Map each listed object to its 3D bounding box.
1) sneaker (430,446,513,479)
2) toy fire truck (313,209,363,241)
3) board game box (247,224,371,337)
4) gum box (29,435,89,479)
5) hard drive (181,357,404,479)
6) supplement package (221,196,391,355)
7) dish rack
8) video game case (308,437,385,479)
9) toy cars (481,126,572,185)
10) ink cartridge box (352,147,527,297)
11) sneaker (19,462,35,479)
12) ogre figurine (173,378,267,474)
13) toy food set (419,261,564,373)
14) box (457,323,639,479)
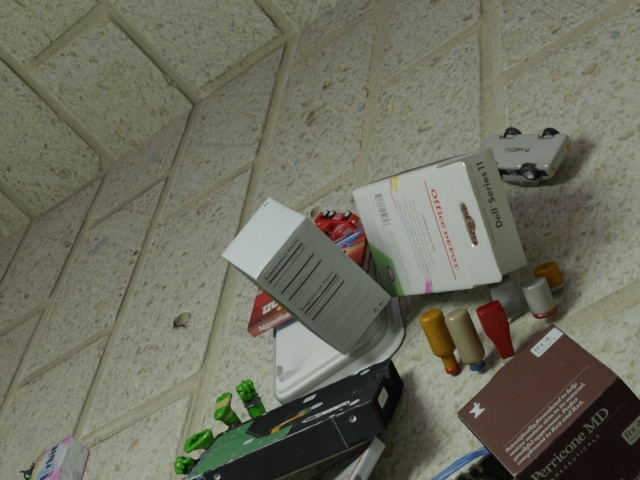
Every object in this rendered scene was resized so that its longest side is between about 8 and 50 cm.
[{"bbox_3d":[0.114,0.383,1.526,0.330,0.130,0.147,-40,27,8],"label":"sneaker"},{"bbox_3d":[0.000,0.000,2.390,0.135,0.047,0.192,-53,27,-18],"label":"toy fire truck"},{"bbox_3d":[-0.019,0.076,2.162,0.281,0.027,0.145,-30,29,27],"label":"board game box"},{"bbox_3d":[-0.570,0.522,2.406,0.107,0.062,0.188,-33,27,22],"label":"gum box"},{"bbox_3d":[-0.039,0.308,1.791,0.339,0.064,0.237,-25,4,13],"label":"hard drive"},{"bbox_3d":[-0.023,0.061,1.918,0.134,0.244,0.139,-51,34,-6],"label":"supplement package"},{"bbox_3d":[0.013,0.156,2.103,0.285,0.072,0.333,-36,25,18],"label":"dish rack"},{"bbox_3d":[-0.021,0.429,1.657,0.204,0.025,0.285,-43,8,47],"label":"video game case"},{"bbox_3d":[0.289,-0.092,2.066,0.393,0.087,0.176,-29,33,22],"label":"toy cars"},{"bbox_3d":[0.209,-0.027,1.849,0.119,0.207,0.353,-19,4,-27],"label":"ink cartridge box"},{"bbox_3d":[-0.637,0.532,2.483,0.038,0.069,0.098,-35,26,19],"label":"sneaker"},{"bbox_3d":[-0.158,0.355,1.987,0.097,0.118,0.197,-16,35,53],"label":"ogre figurine"},{"bbox_3d":[0.282,0.129,1.749,0.232,0.104,0.111,-23,13,1],"label":"toy food set"},{"bbox_3d":[0.310,0.246,1.356,0.168,0.203,0.167,-44,25,1],"label":"box"}]
